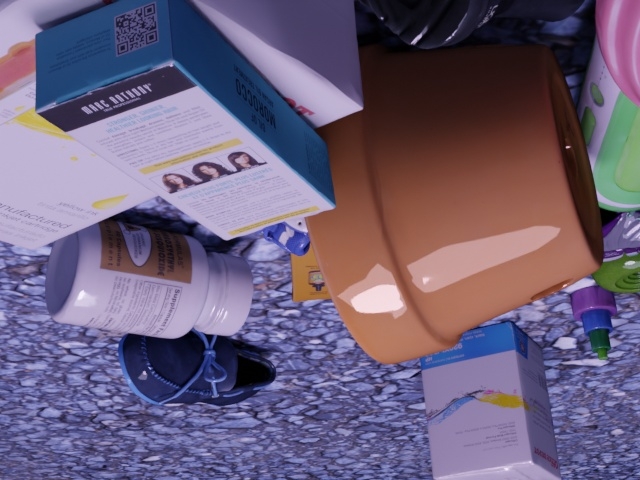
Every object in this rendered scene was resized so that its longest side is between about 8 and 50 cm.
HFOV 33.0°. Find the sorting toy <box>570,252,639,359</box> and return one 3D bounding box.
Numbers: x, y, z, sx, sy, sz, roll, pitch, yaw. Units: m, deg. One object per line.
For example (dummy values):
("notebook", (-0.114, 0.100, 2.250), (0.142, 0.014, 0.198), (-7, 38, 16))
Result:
("sorting toy", (0.454, 0.073, 1.473), (0.127, 0.126, 0.365), (4, 153, -16))

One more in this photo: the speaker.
("speaker", (0.302, -0.139, 0.992), (0.131, 0.131, 0.296), (-5, 155, 2))

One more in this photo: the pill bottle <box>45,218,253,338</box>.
("pill bottle", (-0.205, 0.051, 1.315), (0.229, 0.131, 0.131), (12, 151, -31))

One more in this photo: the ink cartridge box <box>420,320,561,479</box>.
("ink cartridge box", (0.275, 0.280, 1.763), (0.168, 0.232, 0.171), (-15, 153, 22))

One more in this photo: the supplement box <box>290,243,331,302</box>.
("supplement box", (0.000, 0.000, 1.305), (0.078, 0.080, 0.233), (-2, 154, -2))

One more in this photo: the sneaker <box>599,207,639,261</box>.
("sneaker", (0.402, -0.029, 1.299), (0.224, 0.083, 0.098), (-16, 148, 26))

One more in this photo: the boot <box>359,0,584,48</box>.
("boot", (0.063, -0.236, 0.751), (0.207, 0.246, 0.094), (-26, 161, -53))

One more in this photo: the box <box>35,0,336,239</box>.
("box", (-0.084, -0.077, 0.753), (0.101, 0.060, 0.244), (-16, 155, 19))

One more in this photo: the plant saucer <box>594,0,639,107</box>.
("plant saucer", (0.362, -0.169, 0.743), (0.332, 0.084, 0.332), (-5, 147, -4))

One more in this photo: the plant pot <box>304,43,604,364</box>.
("plant pot", (0.126, -0.050, 0.955), (0.203, 0.290, 0.291), (-14, 154, 21))

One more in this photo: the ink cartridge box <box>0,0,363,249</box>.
("ink cartridge box", (-0.200, -0.149, 0.841), (0.385, 0.160, 0.279), (-20, 153, 30))

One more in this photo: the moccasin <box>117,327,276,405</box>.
("moccasin", (-0.177, 0.176, 1.630), (0.117, 0.137, 0.342), (-18, 166, 19))

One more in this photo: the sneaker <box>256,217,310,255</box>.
("sneaker", (-0.049, -0.053, 1.120), (0.296, 0.131, 0.112), (3, 156, -11))
